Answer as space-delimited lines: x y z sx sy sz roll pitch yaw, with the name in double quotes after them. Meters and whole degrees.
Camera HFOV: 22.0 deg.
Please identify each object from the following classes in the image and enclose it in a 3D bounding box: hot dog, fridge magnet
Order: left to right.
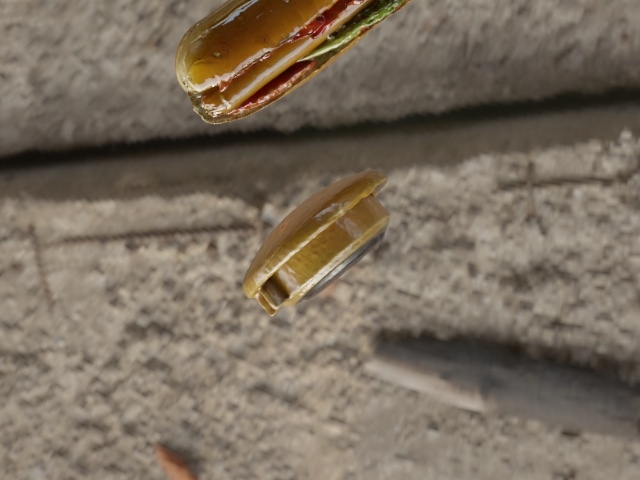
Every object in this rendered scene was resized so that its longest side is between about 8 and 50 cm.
0.000 0.000 1.265 0.143 0.143 0.063 -42 85 26 "fridge magnet"
0.001 -0.168 1.175 0.235 0.062 0.092 -38 136 -5 "hot dog"
